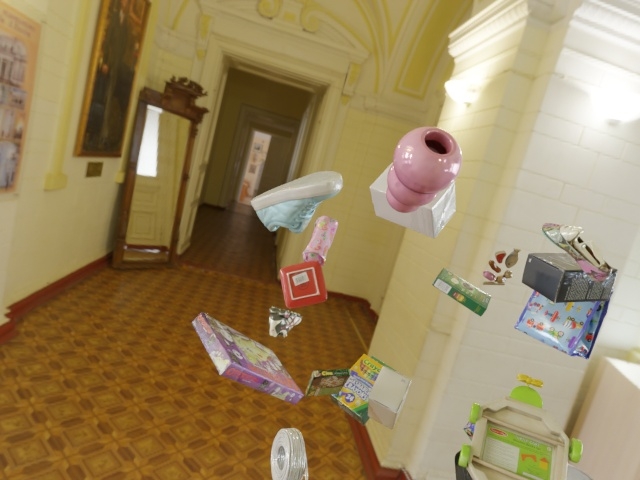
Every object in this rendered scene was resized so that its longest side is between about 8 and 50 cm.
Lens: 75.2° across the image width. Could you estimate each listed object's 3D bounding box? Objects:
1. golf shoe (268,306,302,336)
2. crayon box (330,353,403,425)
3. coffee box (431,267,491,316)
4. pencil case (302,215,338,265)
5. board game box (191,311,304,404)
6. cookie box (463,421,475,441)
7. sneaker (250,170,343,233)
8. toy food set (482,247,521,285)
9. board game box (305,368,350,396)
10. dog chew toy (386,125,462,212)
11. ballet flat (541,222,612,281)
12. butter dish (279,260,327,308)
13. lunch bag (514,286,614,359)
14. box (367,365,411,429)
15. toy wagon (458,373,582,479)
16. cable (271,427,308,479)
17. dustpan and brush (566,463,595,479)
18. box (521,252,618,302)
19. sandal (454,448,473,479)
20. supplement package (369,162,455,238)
[{"bbox_3d":[-0.164,0.361,1.823,0.105,0.120,0.273,8,-11,20],"label":"golf shoe"},{"bbox_3d":[0.224,0.690,1.997,0.203,0.083,0.323,24,51,38],"label":"crayon box"},{"bbox_3d":[0.468,0.169,1.378,0.184,0.040,0.113,33,26,17],"label":"coffee box"},{"bbox_3d":[0.000,0.000,2.091,0.124,0.124,0.284,16,49,5],"label":"pencil case"},{"bbox_3d":[-0.198,0.339,1.172,0.208,0.056,0.347,47,0,42],"label":"board game box"},{"bbox_3d":[0.662,0.806,1.735,0.091,0.040,0.107,-22,73,-42],"label":"cookie box"},{"bbox_3d":[-0.053,-0.103,1.235,0.365,0.150,0.135,-8,24,49],"label":"sneaker"},{"bbox_3d":[0.445,0.072,1.032,0.077,0.122,0.019,1,38,4],"label":"toy food set"},{"bbox_3d":[0.023,0.537,1.560,0.136,0.260,0.030,-2,56,-11],"label":"board game box"},{"bbox_3d":[0.307,-0.204,1.331,0.206,0.207,0.332,15,-30,-5],"label":"dog chew toy"},{"bbox_3d":[0.735,0.015,1.181,0.076,0.079,0.222,-20,60,-21],"label":"ballet flat"},{"bbox_3d":[-0.058,0.170,1.573,0.160,0.160,0.118,-13,-13,5],"label":"butter dish"},{"bbox_3d":[0.878,0.236,1.488,0.138,0.293,0.221,17,6,-33],"label":"lunch bag"},{"bbox_3d":[0.275,0.642,1.681,0.121,0.148,0.311,22,-31,20],"label":"box"},{"bbox_3d":[0.523,0.518,1.083,0.267,0.068,0.344,14,49,24],"label":"toy wagon"},{"bbox_3d":[-0.147,0.974,1.846,0.089,0.257,0.257,14,46,-23],"label":"cable"},{"bbox_3d":[0.733,0.701,1.092,0.211,0.147,0.060,8,-18,39],"label":"dustpan and brush"},{"bbox_3d":[0.772,0.112,1.298,0.207,0.108,0.153,0,19,-13],"label":"box"},{"bbox_3d":[0.486,0.885,1.322,0.167,0.107,0.446,33,28,2],"label":"sandal"},{"bbox_3d":[0.377,-0.169,1.699,0.293,0.175,0.178,26,-27,35],"label":"supplement package"}]
